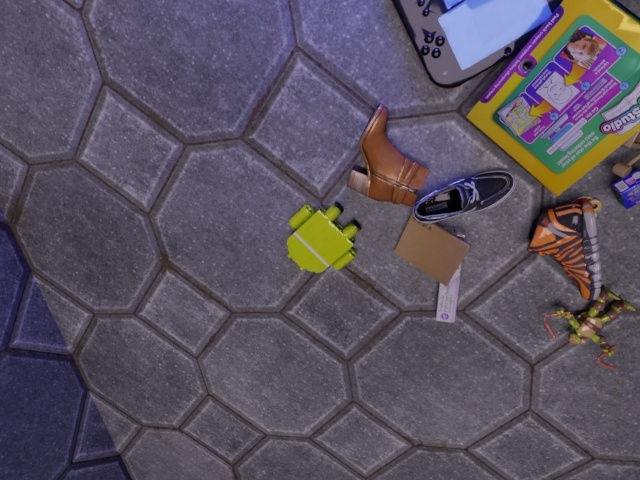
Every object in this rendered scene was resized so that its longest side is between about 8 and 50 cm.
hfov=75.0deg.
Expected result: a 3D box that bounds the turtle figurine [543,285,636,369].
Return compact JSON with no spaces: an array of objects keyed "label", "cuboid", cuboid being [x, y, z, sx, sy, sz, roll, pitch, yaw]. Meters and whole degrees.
[{"label":"turtle figurine","cuboid":[0.860,0.262,1.304,0.269,0.087,0.217,38,110,4]}]

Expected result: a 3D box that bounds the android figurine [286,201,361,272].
[{"label":"android figurine","cuboid":[0.000,0.000,1.405,0.248,0.056,0.273,43,116,-8]}]

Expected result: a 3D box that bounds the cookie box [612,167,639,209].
[{"label":"cookie box","cuboid":[0.844,-0.140,1.114,0.091,0.040,0.107,-36,139,24]}]

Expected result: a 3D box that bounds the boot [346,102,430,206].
[{"label":"boot","cuboid":[0.213,-0.235,1.211,0.219,0.109,0.284,19,120,6]}]

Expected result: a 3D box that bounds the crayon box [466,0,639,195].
[{"label":"crayon box","cuboid":[0.592,-0.342,0.981,0.313,0.106,0.363,44,135,8]}]

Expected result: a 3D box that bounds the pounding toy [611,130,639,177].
[{"label":"pounding toy","cuboid":[0.786,-0.272,1.063,0.094,0.180,0.206,43,128,41]}]

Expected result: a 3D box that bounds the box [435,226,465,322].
[{"label":"box","cuboid":[0.418,0.114,1.353,0.062,0.067,0.325,4,115,12]}]

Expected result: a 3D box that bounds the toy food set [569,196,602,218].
[{"label":"toy food set","cuboid":[0.758,-0.086,1.201,0.083,0.020,0.083,13,117,7]}]

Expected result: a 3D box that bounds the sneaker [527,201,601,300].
[{"label":"sneaker","cuboid":[0.713,0.038,1.230,0.179,0.125,0.322,-9,114,30]}]

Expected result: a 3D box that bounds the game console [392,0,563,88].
[{"label":"game console","cuboid":[0.395,-0.609,1.023,0.386,0.060,0.342,-26,107,22]}]

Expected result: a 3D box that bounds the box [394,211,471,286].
[{"label":"box","cuboid":[0.343,0.026,1.301,0.201,0.021,0.165,35,128,22]}]

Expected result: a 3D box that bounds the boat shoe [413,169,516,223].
[{"label":"boat shoe","cuboid":[0.412,-0.128,1.194,0.300,0.102,0.108,-17,84,12]}]
